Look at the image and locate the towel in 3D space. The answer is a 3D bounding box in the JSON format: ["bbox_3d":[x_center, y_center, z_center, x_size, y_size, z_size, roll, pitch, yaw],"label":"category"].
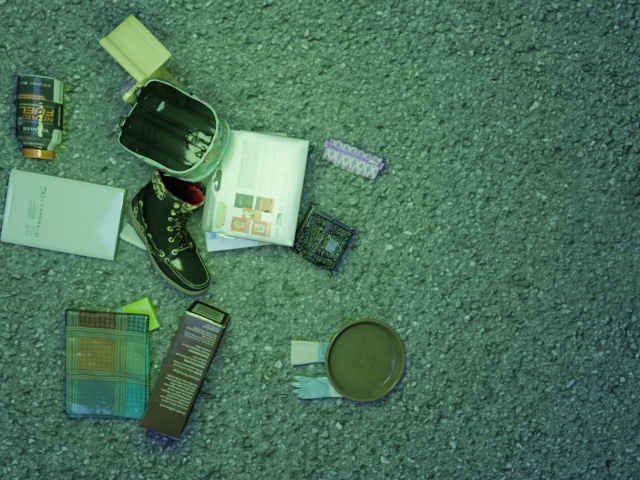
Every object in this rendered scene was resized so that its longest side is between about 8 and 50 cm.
[{"bbox_3d":[-0.686,0.405,1.782,0.271,0.040,0.370,4,104,-4],"label":"towel"}]

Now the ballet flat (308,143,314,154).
[{"bbox_3d":[-0.072,-0.274,1.810,0.114,0.041,0.041,-43,95,0],"label":"ballet flat"}]

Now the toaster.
[{"bbox_3d":[0.000,0.000,1.793,0.168,0.110,0.186,28,91,-5],"label":"toaster"}]

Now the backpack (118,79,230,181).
[{"bbox_3d":[-0.372,-0.278,1.474,0.253,0.191,0.225,26,86,18],"label":"backpack"}]

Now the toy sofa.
[{"bbox_3d":[-0.523,-0.478,1.601,0.177,0.362,0.150,-44,96,-5],"label":"toy sofa"}]

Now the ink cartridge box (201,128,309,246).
[{"bbox_3d":[-0.188,-0.158,1.630,0.271,0.130,0.310,10,94,-3],"label":"ink cartridge box"}]

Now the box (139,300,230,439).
[{"bbox_3d":[-0.422,0.401,1.753,0.143,0.191,0.382,24,93,-5],"label":"box"}]

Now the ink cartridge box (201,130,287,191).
[{"bbox_3d":[-0.260,-0.229,1.750,0.307,0.129,0.223,1,95,-4],"label":"ink cartridge box"}]

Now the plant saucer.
[{"bbox_3d":[0.147,0.397,1.850,0.277,0.041,0.278,0,91,-11],"label":"plant saucer"}]

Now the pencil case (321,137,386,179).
[{"bbox_3d":[0.104,-0.264,1.793,0.206,0.088,0.086,19,90,-4],"label":"pencil case"}]

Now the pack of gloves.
[{"bbox_3d":[0.010,0.429,1.867,0.232,0.046,0.195,1,90,-12],"label":"pack of gloves"}]

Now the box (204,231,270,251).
[{"bbox_3d":[-0.261,-0.029,1.771,0.203,0.114,0.103,-7,93,-4],"label":"box"}]

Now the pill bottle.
[{"bbox_3d":[-0.861,-0.372,1.701,0.130,0.130,0.246,3,94,-4],"label":"pill bottle"}]

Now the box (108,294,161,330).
[{"bbox_3d":[-0.623,0.262,1.803,0.178,0.042,0.109,-22,96,-1],"label":"box"}]

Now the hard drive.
[{"bbox_3d":[-0.813,-0.081,1.766,0.352,0.047,0.233,10,93,-4],"label":"hard drive"}]

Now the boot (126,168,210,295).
[{"bbox_3d":[-0.423,-0.042,1.656,0.138,0.284,0.377,-24,76,-43],"label":"boot"}]

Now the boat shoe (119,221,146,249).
[{"bbox_3d":[-0.551,-0.004,1.785,0.184,0.066,0.063,24,93,5],"label":"boat shoe"}]
